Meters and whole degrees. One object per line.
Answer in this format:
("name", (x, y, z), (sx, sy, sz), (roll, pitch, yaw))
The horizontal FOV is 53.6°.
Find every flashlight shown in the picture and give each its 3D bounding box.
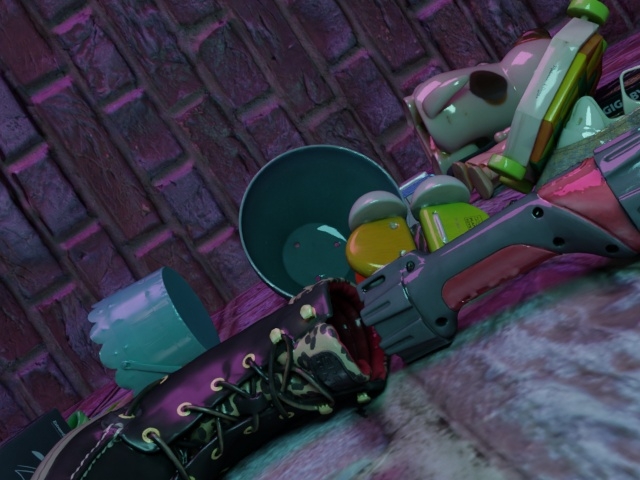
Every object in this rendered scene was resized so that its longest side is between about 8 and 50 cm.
("flashlight", (0.180, 0.020, 0.584), (0.304, 0.103, 0.103), (-36, 36, 27))

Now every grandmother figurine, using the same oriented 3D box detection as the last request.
("grandmother figurine", (0.442, -0.210, 1.326), (0.342, 0.104, 0.208), (-31, 31, -9))

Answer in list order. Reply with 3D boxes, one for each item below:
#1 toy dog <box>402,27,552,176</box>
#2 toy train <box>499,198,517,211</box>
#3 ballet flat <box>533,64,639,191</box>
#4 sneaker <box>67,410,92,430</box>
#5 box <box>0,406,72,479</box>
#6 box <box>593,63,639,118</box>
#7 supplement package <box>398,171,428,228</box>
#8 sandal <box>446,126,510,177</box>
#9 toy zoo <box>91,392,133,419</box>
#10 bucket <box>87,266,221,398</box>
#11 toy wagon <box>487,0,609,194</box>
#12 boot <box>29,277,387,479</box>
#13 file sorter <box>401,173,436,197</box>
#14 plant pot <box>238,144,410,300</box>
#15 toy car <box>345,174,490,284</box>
("toy dog", (0.436, -0.371, 1.613), (0.407, 0.285, 0.395), (-24, -29, 3))
("toy train", (0.256, -0.019, 0.916), (0.158, 0.027, 0.036), (-38, -5, -45))
("ballet flat", (0.421, -0.174, 0.880), (0.316, 0.106, 0.107), (-32, 3, 25))
("sneaker", (-0.498, 0.405, 1.094), (0.109, 0.124, 0.295), (-31, 5, 31))
("box", (-0.399, 0.345, 0.821), (0.108, 0.153, 0.207), (-32, 3, 24))
("box", (0.615, -0.294, 1.077), (0.295, 0.073, 0.293), (-31, 6, 32))
("supplement package", (0.194, -0.073, 1.502), (0.179, 0.105, 0.105), (-33, 3, 4))
("sandal", (0.432, -0.204, 1.543), (0.254, 0.055, 0.097), (-33, -29, 14))
("toy zoo", (-0.615, 0.499, 1.587), (0.293, 0.030, 0.192), (-33, 4, 13))
("bucket", (-0.356, 0.206, 1.403), (0.183, 0.281, 0.281), (-32, 4, 1))
("toy wagon", (0.369, -0.202, 0.997), (0.267, 0.068, 0.344), (-63, -24, 6))
("boot", (-0.087, 0.170, 0.626), (0.284, 0.138, 0.377), (-32, -1, 16))
("file sorter", (0.198, -0.054, 1.249), (0.118, 0.104, 0.170), (-33, 4, 19))
("plant pot", (0.000, 0.000, 1.159), (0.290, 0.290, 0.195), (-34, -14, -16))
("toy car", (0.125, 0.019, 0.784), (0.181, 0.159, 0.136), (-14, -39, 2))
